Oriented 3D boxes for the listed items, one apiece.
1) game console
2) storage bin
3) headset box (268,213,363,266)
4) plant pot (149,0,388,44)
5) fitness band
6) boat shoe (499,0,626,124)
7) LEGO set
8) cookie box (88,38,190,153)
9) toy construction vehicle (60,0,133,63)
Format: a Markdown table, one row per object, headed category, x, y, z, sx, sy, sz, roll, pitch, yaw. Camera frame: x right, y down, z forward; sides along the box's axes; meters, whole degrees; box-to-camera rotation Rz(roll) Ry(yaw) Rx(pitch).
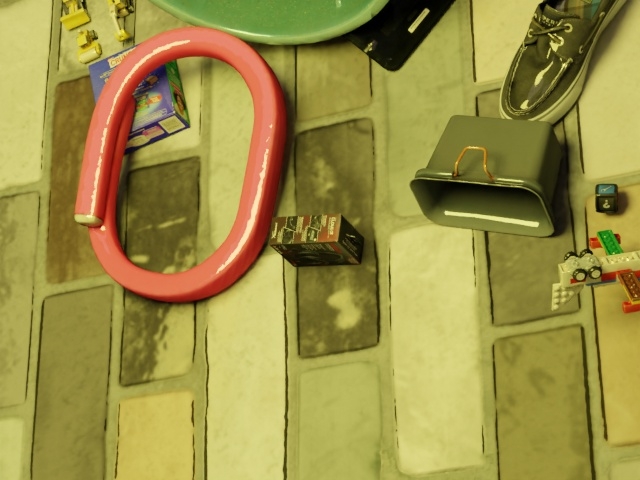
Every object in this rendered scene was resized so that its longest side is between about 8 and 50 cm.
| category | x | y | z | sx | sy | sz | roll | pitch | yaw |
| --- | --- | --- | --- | --- | --- | --- | --- | --- | --- |
| game console | 0.072 | -0.250 | 1.724 | 0.107 | 0.071 | 0.122 | 38 | 87 | 3 |
| storage bin | 0.164 | -0.071 | 1.556 | 0.135 | 0.098 | 0.091 | 6 | 60 | 27 |
| headset box | 0.000 | 0.000 | 1.612 | 0.083 | 0.062 | 0.032 | -1 | 67 | 24 |
| plant pot | -0.041 | -0.438 | 1.679 | 0.341 | 0.341 | 0.334 | 0 | 52 | 25 |
| fitness band | -0.144 | -0.081 | 1.692 | 0.209 | 0.054 | 0.290 | 6 | 80 | 19 |
| boat shoe | 0.241 | -0.212 | 1.589 | 0.080 | 0.076 | 0.228 | 32 | 83 | 33 |
| LEGO set | 0.326 | 0.019 | 1.441 | 0.244 | 0.060 | 0.182 | 20 | 42 | 35 |
| cookie box | -0.200 | -0.160 | 1.791 | 0.092 | 0.040 | 0.107 | -21 | 61 | 13 |
| toy construction vehicle | -0.260 | -0.259 | 1.868 | 0.086 | 0.035 | 0.098 | -20 | 61 | 16 |
